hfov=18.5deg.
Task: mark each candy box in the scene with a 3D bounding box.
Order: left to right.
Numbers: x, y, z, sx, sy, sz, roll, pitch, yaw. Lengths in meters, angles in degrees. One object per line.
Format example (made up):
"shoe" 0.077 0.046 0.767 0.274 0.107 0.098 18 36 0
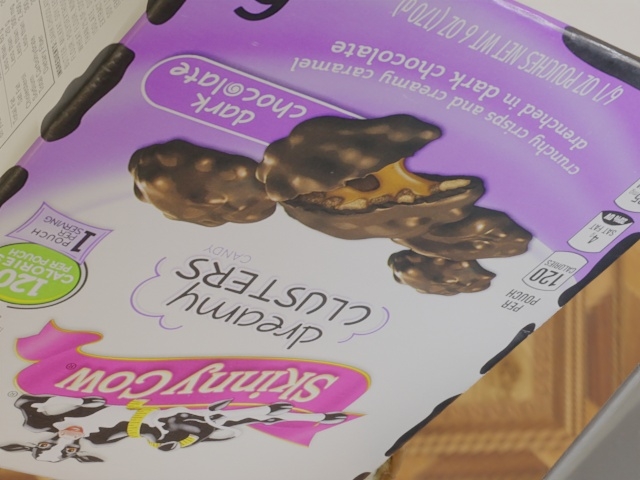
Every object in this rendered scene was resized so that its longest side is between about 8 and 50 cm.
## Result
"candy box" -0.016 -0.015 0.499 0.196 0.165 0.070 -45 44 33

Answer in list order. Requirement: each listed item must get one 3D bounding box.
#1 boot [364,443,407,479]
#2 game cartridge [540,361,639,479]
"boot" 0.000 0.000 0.953 0.089 0.236 0.270 9 65 -5
"game cartridge" 0.184 0.126 0.508 0.297 0.062 0.198 40 96 34
